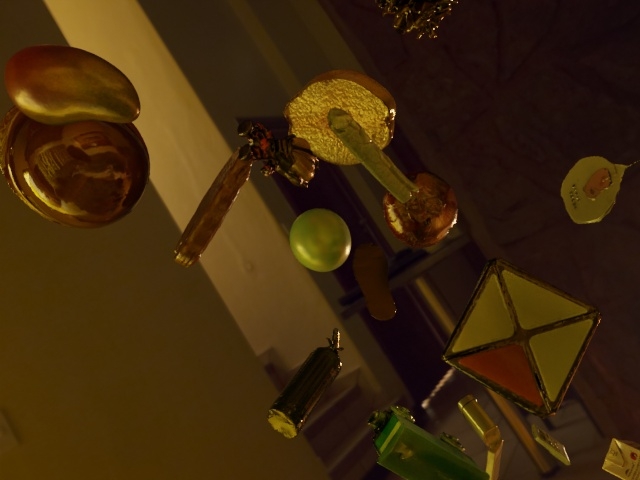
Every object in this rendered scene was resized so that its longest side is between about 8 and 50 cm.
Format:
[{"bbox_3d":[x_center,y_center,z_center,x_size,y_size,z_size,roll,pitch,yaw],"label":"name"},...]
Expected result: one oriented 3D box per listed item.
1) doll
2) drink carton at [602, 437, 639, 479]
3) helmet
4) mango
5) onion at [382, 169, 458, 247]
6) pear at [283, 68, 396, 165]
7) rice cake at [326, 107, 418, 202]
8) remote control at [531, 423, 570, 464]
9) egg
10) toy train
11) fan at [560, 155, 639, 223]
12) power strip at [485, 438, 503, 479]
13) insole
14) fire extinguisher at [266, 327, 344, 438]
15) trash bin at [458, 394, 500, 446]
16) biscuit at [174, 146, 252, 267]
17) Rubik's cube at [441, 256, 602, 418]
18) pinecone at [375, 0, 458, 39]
[{"bbox_3d":[-0.084,-0.194,1.429,0.088,0.127,0.249,15,-4,42],"label":"doll"},{"bbox_3d":[0.923,0.641,1.742,0.134,0.101,0.222,17,2,-40],"label":"drink carton"},{"bbox_3d":[-0.583,-0.179,1.539,0.337,0.385,0.230,-49,33,-6],"label":"helmet"},{"bbox_3d":[-0.464,-0.285,1.149,0.289,0.146,0.129,4,15,24],"label":"mango"},{"bbox_3d":[0.295,-0.098,1.942,0.252,0.252,0.219,-29,15,-29],"label":"onion"},{"bbox_3d":[0.082,-0.453,2.222,0.387,0.340,0.191,6,40,16],"label":"pear"},{"bbox_3d":[0.126,-0.201,1.517,0.063,0.066,0.336,-47,-49,6],"label":"rice cake"},{"bbox_3d":[0.705,0.628,1.927,0.029,0.162,0.061,-45,17,21],"label":"remote control"},{"bbox_3d":[0.000,0.000,2.285,0.220,0.220,0.269,-33,33,8],"label":"egg"},{"bbox_3d":[0.254,0.519,1.534,0.120,0.301,0.202,-57,10,2],"label":"toy train"},{"bbox_3d":[0.729,-0.162,1.572,0.010,0.182,0.310,6,-29,-29],"label":"fan"},{"bbox_3d":[0.600,0.768,2.171,0.080,0.029,0.226,-35,-48,-44],"label":"power strip"},{"bbox_3d":[0.161,0.117,1.894,0.111,0.327,0.007,-7,-48,-3],"label":"insole"},{"bbox_3d":[-0.023,0.361,1.633,0.095,0.114,0.311,3,32,32],"label":"fire extinguisher"},{"bbox_3d":[0.493,0.560,1.952,0.059,0.130,0.116,-34,-45,-3],"label":"trash bin"},{"bbox_3d":[-0.299,-0.084,1.738,0.359,0.074,0.381,-40,27,55],"label":"biscuit"},{"bbox_3d":[0.417,0.209,1.344,0.248,0.250,0.246,-60,-16,-4],"label":"Rubik's cube"},{"bbox_3d":[0.233,-0.632,1.525,0.244,0.257,0.243,-26,-10,-5],"label":"pinecone"}]
